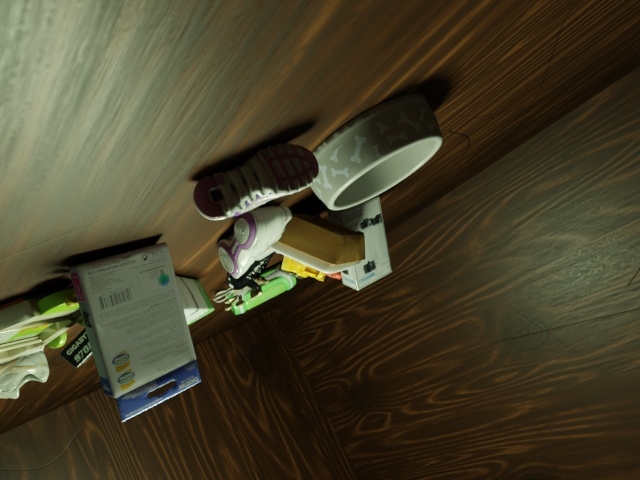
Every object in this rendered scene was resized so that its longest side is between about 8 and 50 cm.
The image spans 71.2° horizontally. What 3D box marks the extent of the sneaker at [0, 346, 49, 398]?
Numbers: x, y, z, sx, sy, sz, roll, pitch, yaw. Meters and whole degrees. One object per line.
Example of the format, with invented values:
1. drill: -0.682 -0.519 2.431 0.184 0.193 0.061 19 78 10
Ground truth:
1. sneaker: -0.786 0.336 1.067 0.262 0.121 0.099 -19 165 -48

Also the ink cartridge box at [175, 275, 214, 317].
1. ink cartridge box: -0.466 0.204 1.313 0.211 0.122 0.289 -29 171 -2

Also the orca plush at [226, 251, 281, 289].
1. orca plush: -0.234 0.125 1.643 0.287 0.102 0.151 -33 170 20

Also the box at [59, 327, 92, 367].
1. box: -0.470 0.173 1.030 0.220 0.051 0.175 -47 -172 -4

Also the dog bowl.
1. dog bowl: 0.129 -0.191 1.052 0.348 0.102 0.349 -29 170 -5

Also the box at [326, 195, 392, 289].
1. box: 0.137 0.003 1.539 0.169 0.290 0.087 -23 -157 -27

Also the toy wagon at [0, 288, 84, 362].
1. toy wagon: -0.604 0.177 0.932 0.344 0.068 0.267 -33 170 18

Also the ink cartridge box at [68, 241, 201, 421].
1. ink cartridge box: -0.367 0.177 0.908 0.065 0.312 0.185 -10 -174 43

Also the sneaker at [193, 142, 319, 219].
1. sneaker: -0.118 -0.105 0.838 0.236 0.095 0.104 -23 176 -10

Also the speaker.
1. speaker: -0.258 0.206 1.941 0.296 0.131 0.131 -26 170 -21

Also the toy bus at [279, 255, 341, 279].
1. toy bus: -0.022 0.079 1.587 0.220 0.211 0.150 46 64 -79

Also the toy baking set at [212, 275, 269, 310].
1. toy baking set: -0.317 0.189 1.741 0.196 0.030 0.256 -34 -154 -25

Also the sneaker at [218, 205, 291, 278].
1. sneaker: -0.170 0.007 1.165 0.152 0.114 0.305 -21 168 -36

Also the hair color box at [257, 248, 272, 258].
1. hair color box: -0.163 0.012 1.439 0.141 0.043 0.072 -31 170 16

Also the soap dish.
1. soap dish: 0.000 0.000 1.338 0.290 0.228 0.118 -2 113 -68
